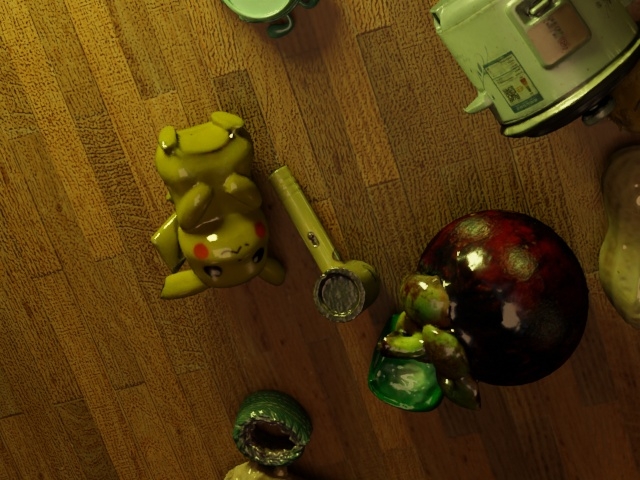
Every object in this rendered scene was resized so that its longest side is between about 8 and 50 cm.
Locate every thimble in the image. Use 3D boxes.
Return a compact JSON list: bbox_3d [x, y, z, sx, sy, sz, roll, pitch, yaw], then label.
[{"bbox_3d":[-0.088,0.341,2.127,0.135,0.090,0.118,31,111,-7],"label":"thimble"}]

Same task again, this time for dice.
[{"bbox_3d":[0.158,0.209,2.030,0.128,0.120,0.131,18,115,-3],"label":"dice"}]

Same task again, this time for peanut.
[{"bbox_3d":[0.520,-0.001,1.901,0.149,0.149,0.313,-3,109,8],"label":"peanut"}]

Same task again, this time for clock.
[{"bbox_3d":[-0.093,-0.411,1.841,0.188,0.060,0.148,41,110,-11],"label":"clock"}]

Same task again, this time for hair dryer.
[{"bbox_3d":[0.000,0.000,1.978,0.090,0.135,0.278,-31,88,17],"label":"hair dryer"}]

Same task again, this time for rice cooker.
[{"bbox_3d":[0.326,-0.296,1.732,0.317,0.264,0.316,-1,99,-5],"label":"rice cooker"}]

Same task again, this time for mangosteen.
[{"bbox_3d":[0.272,0.098,1.881,0.311,0.311,0.311,2,112,6],"label":"mangosteen"}]

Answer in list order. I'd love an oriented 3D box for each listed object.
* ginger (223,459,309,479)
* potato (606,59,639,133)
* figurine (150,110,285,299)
[{"bbox_3d":[-0.016,0.511,2.167,0.354,0.126,0.190,15,107,2],"label":"ginger"},{"bbox_3d":[0.549,-0.263,1.750,0.140,0.173,0.300,5,145,-38],"label":"potato"},{"bbox_3d":[-0.182,-0.040,1.941,0.218,0.169,0.326,-16,104,-12],"label":"figurine"}]
